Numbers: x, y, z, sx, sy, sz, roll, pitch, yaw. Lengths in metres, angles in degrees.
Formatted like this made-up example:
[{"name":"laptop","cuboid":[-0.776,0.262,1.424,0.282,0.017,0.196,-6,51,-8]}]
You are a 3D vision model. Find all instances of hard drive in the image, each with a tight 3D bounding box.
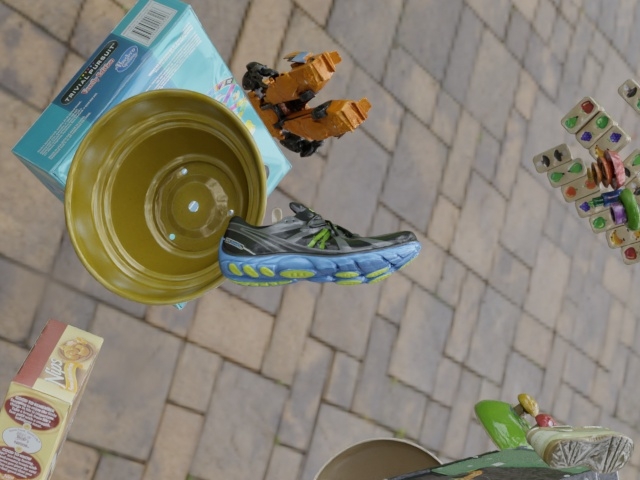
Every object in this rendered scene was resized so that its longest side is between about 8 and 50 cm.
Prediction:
[{"name":"hard drive","cuboid":[0.241,0.379,1.661,0.339,0.237,0.064,-8,92,-30]}]

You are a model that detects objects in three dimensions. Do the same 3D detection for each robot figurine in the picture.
[{"name":"robot figurine","cuboid":[-0.034,-0.256,2.056,0.085,0.291,0.211,-41,108,-23]}]

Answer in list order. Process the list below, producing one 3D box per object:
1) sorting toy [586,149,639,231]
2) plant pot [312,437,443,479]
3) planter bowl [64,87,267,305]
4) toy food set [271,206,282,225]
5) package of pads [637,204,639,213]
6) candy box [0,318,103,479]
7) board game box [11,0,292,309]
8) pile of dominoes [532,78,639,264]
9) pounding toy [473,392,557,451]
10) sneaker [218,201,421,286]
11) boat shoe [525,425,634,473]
[{"name":"sorting toy","cuboid":[0.335,-0.053,1.294,0.061,0.042,0.102,69,6,-74]},{"name":"plant pot","cuboid":[0.123,0.507,2.012,0.191,0.284,0.284,59,46,-72]},{"name":"planter bowl","cuboid":[-0.144,-0.039,1.139,0.090,0.217,0.217,22,78,-73]},{"name":"toy food set","cuboid":[-0.153,0.002,1.779,0.038,0.192,0.132,-75,165,-66]},{"name":"package of pads","cuboid":[0.703,0.045,2.011,0.296,0.101,0.229,16,55,-36]},{"name":"candy box","cuboid":[-0.400,0.286,1.512,0.183,0.088,0.316,-85,-162,-68]},{"name":"board game box","cuboid":[-0.194,-0.102,1.390,0.254,0.079,0.336,-53,146,-14]},{"name":"pile of dominoes","cuboid":[0.449,-0.096,1.626,0.196,0.251,0.040,-45,162,20]},{"name":"pounding toy","cuboid":[0.411,0.368,2.205,0.110,0.183,0.237,-41,153,12]},{"name":"sneaker","cuboid":[0.000,0.000,1.032,0.067,0.188,0.078,88,2,-68]},{"name":"boat shoe","cuboid":[0.310,0.243,1.321,0.153,0.048,0.056,6,109,-34]}]
